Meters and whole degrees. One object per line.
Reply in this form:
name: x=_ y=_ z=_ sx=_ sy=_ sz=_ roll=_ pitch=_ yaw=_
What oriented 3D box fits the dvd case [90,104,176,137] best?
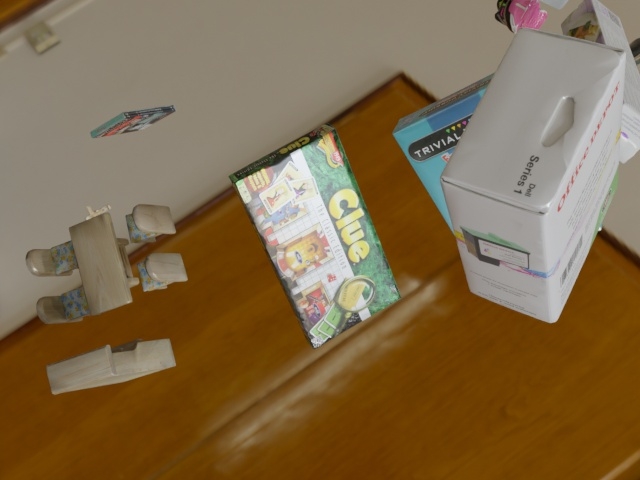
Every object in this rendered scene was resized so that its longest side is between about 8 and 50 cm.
dvd case: x=-0.304 y=-0.194 z=1.535 sx=0.087 sy=0.119 sz=0.013 roll=-22 pitch=-92 yaw=37

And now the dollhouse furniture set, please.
dollhouse furniture set: x=-0.321 y=0.084 z=1.364 sx=0.161 sy=0.212 sz=0.242 roll=3 pitch=69 yaw=-65

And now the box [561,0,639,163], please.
box: x=0.380 y=-0.225 z=1.259 sx=0.067 sy=0.063 sz=0.324 roll=31 pitch=35 yaw=-17

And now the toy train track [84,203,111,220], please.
toy train track: x=-0.475 y=-0.060 z=2.023 sx=0.048 sy=0.014 sz=0.083 roll=65 pitch=32 yaw=-11

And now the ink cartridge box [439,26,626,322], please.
ink cartridge box: x=0.237 y=-0.063 z=1.024 sx=0.117 sy=0.201 sz=0.278 roll=21 pitch=-19 yaw=24

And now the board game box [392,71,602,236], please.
board game box: x=0.328 y=-0.124 z=1.740 sx=0.336 sy=0.254 sz=0.079 roll=56 pitch=30 yaw=-16

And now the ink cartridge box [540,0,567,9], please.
ink cartridge box: x=0.462 y=-0.665 z=2.035 sx=0.239 sy=0.275 sz=0.060 roll=24 pitch=-19 yaw=-3

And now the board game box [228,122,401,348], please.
board game box: x=0.000 y=0.000 z=1.146 sx=0.030 sy=0.136 sz=0.259 roll=40 pitch=-22 yaw=57

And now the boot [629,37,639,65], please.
boot: x=0.517 y=-0.356 z=1.727 sx=0.137 sy=0.198 sz=0.077 roll=51 pitch=-30 yaw=3

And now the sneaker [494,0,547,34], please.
sneaker: x=0.313 y=-0.370 z=1.521 sx=0.075 sy=0.063 sz=0.170 roll=34 pitch=18 yaw=16
